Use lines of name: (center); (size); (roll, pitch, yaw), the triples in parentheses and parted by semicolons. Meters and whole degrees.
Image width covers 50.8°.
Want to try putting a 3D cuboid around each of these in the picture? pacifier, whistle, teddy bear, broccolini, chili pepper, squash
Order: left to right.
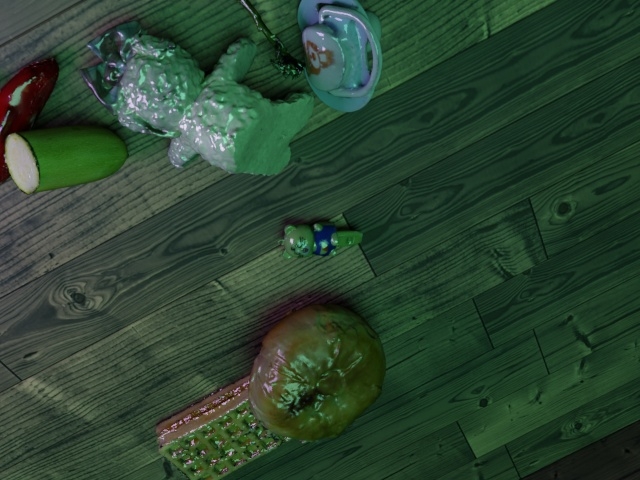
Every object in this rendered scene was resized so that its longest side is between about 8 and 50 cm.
chili pepper: (-0.664, -0.226, 1.414); (0.110, 0.110, 0.387); (28, 108, -29)
squash: (-0.523, -0.184, 1.435); (0.247, 0.133, 0.132); (-21, 135, -46)
teddy bear: (-0.259, -0.310, 1.472); (0.362, 0.375, 0.327); (34, 113, 14)
broccolini: (-0.128, -0.443, 1.421); (0.058, 0.071, 0.254); (-41, 99, 6)
whistle: (0.000, 0.000, 1.754); (0.228, 0.085, 0.105); (-2, 126, -15)
pacifier: (0.069, -0.425, 1.469); (0.207, 0.228, 0.278); (-41, 136, -39)

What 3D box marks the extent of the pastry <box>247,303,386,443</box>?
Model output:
pastry: (-0.016, 0.361, 1.872); (0.410, 0.245, 0.409); (-9, 113, -22)

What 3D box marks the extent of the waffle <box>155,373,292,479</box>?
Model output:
waffle: (-0.276, 0.567, 2.030); (0.376, 0.114, 0.261); (-31, 122, 5)
